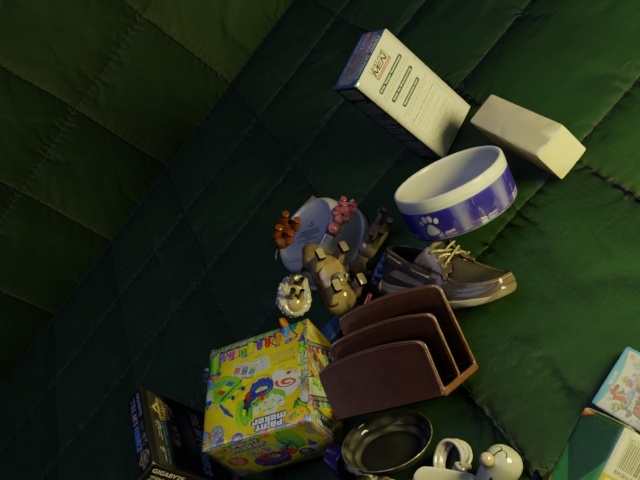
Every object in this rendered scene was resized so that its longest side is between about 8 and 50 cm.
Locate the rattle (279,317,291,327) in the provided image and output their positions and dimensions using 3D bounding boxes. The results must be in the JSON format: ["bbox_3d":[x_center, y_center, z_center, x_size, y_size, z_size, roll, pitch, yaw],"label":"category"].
[{"bbox_3d":[-0.122,0.306,1.936,0.200,0.143,0.130,-28,60,28],"label":"rattle"}]

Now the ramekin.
[{"bbox_3d":[0.000,0.000,2.037,0.273,0.127,0.272,-33,39,32],"label":"ramekin"}]

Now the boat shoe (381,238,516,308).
[{"bbox_3d":[0.262,0.067,1.575,0.355,0.132,0.130,1,107,47],"label":"boat shoe"}]

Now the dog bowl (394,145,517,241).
[{"bbox_3d":[0.309,-0.109,1.637,0.265,0.104,0.265,-25,18,9],"label":"dog bowl"}]

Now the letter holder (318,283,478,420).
[{"bbox_3d":[0.142,0.236,1.531,0.302,0.152,0.214,-25,88,40],"label":"letter holder"}]

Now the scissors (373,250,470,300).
[{"bbox_3d":[0.239,0.107,1.734,0.297,0.021,0.109,-21,45,42],"label":"scissors"}]

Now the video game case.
[{"bbox_3d":[0.550,0.261,1.189,0.119,0.015,0.166,-58,32,-1],"label":"video game case"}]

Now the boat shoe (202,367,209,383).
[{"bbox_3d":[-0.260,0.449,2.013,0.319,0.116,0.099,17,73,51],"label":"boat shoe"}]

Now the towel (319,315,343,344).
[{"bbox_3d":[0.038,0.234,1.878,0.119,0.029,0.067,-49,34,14],"label":"towel"}]

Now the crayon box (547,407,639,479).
[{"bbox_3d":[0.403,0.433,1.063,0.081,0.202,0.318,21,79,57],"label":"crayon box"}]

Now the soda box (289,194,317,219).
[{"bbox_3d":[-0.058,-0.052,2.218,0.181,0.061,0.058,-44,36,20],"label":"soda box"}]

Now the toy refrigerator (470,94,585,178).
[{"bbox_3d":[0.474,-0.247,1.643,0.094,0.102,0.269,-53,32,7],"label":"toy refrigerator"}]

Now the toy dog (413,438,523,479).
[{"bbox_3d":[0.215,0.504,1.289,0.220,0.161,0.333,4,67,51],"label":"toy dog"}]

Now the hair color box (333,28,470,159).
[{"bbox_3d":[0.218,-0.372,1.858,0.105,0.347,0.173,13,73,56],"label":"hair color box"}]

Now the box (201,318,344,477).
[{"bbox_3d":[-0.114,0.387,1.743,0.290,0.177,0.279,-20,45,19],"label":"box"}]

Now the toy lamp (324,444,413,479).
[{"bbox_3d":[0.105,0.498,1.521,0.275,0.080,0.080,3,66,53],"label":"toy lamp"}]

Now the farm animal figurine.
[{"bbox_3d":[0.033,0.058,1.829,0.172,0.331,0.326,110,156,-53],"label":"farm animal figurine"}]

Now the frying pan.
[{"bbox_3d":[0.131,0.450,1.434,0.197,0.053,0.326,-15,20,15],"label":"frying pan"}]

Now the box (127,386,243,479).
[{"bbox_3d":[-0.357,0.548,1.890,0.073,0.293,0.295,-52,32,11],"label":"box"}]

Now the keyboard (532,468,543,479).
[{"bbox_3d":[0.354,0.453,1.130,0.023,0.180,0.108,-2,45,27],"label":"keyboard"}]

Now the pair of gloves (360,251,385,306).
[{"bbox_3d":[0.129,0.126,1.784,0.159,0.023,0.198,100,-168,-76],"label":"pair of gloves"}]
